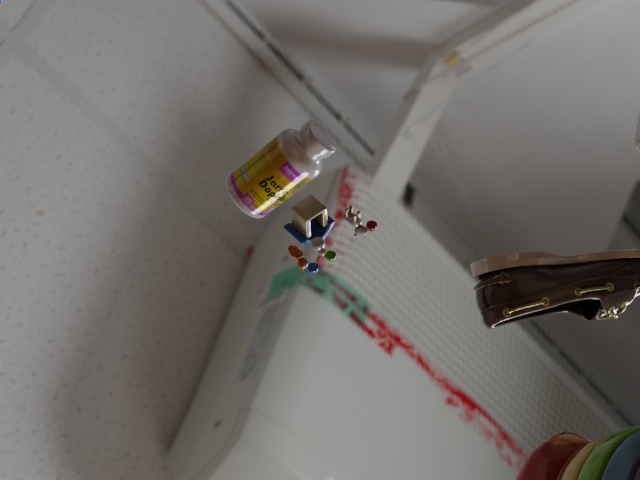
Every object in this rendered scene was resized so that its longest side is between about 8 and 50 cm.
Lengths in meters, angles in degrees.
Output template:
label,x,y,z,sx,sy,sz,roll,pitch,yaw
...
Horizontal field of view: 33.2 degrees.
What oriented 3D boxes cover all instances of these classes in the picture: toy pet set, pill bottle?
label,x,y,z,sx,sy,sz,roll,pitch,yaw
toy pet set,0.000,0.000,1.478,0.122,0.065,0.114,-34,-124,-24
pill bottle,-0.029,-0.056,0.817,0.043,0.083,0.043,41,-154,-25

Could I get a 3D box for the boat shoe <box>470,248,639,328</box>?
label,x,y,z,sx,sy,sz,roll,pitch,yaw
boat shoe,0.369,0.067,1.500,0.324,0.116,0.097,-2,-104,-16

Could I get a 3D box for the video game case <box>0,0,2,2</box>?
label,x,y,z,sx,sy,sz,roll,pitch,yaw
video game case,-0.321,-0.218,0.833,0.015,0.166,0.119,72,-167,-57

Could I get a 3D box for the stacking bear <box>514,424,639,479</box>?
label,x,y,z,sx,sy,sz,roll,pitch,yaw
stacking bear,0.273,0.231,0.936,0.175,0.289,0.164,-2,-99,-24

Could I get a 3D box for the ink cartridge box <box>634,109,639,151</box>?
label,x,y,z,sx,sy,sz,roll,pitch,yaw
ink cartridge box,0.316,-0.180,0.643,0.131,0.226,0.306,29,-134,-8
